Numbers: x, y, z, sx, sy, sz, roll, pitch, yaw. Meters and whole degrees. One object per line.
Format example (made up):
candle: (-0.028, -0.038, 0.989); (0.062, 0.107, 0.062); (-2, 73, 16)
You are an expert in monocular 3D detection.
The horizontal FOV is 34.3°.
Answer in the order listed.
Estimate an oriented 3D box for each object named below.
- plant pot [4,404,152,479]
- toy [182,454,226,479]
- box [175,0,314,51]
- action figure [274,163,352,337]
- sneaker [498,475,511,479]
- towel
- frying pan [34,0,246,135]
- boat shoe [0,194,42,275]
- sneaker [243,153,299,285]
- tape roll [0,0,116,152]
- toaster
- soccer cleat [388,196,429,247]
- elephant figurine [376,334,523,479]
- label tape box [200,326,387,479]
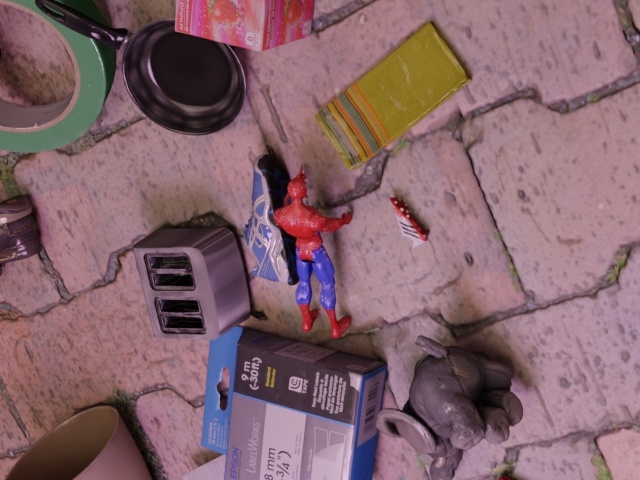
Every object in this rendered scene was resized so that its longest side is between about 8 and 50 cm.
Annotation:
plant pot: (-0.403, 0.494, 1.919); (0.256, 0.256, 0.274); (-18, 115, 34)
toy: (-0.120, 0.425, 1.816); (0.237, 0.056, 0.137); (-31, 83, 25)
box: (-0.097, -0.428, 1.422); (0.154, 0.142, 0.300); (18, 117, 24)
action figure: (0.000, 0.000, 1.577); (0.091, 0.139, 0.280); (9, 135, 24)
sneaker: (0.324, 0.407, 1.541); (0.221, 0.087, 0.128); (-32, 93, 34)
towel: (0.098, -0.200, 1.473); (0.237, 0.021, 0.102); (-36, 90, 35)
frying pan: (-0.268, -0.264, 1.590); (0.326, 0.053, 0.197); (12, 128, 7)
boat shoe: (-0.658, 0.029, 1.932); (0.355, 0.132, 0.130); (-19, 98, 35)
sneaker: (-0.084, -0.029, 1.608); (0.081, 0.080, 0.211); (1, 108, 26)
tape roll: (-0.492, -0.292, 1.657); (0.321, 0.077, 0.321); (2, 129, 3)
toaster: (-0.205, 0.070, 1.699); (0.185, 0.110, 0.168); (-1, 109, 30)
soccer cleat: (0.124, -0.026, 1.521); (0.083, 0.029, 0.035); (49, 121, -1)
elephant figurine: (0.168, 0.261, 1.544); (0.239, 0.169, 0.186); (-38, 59, 50)
label tape box: (-0.074, 0.284, 1.685); (0.333, 0.106, 0.241); (11, 101, 25)
